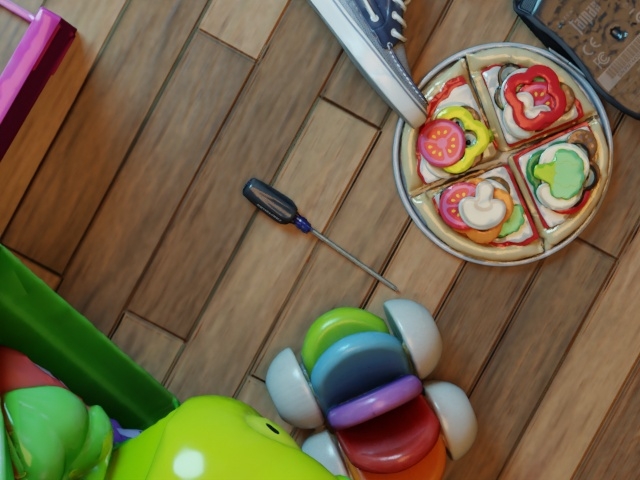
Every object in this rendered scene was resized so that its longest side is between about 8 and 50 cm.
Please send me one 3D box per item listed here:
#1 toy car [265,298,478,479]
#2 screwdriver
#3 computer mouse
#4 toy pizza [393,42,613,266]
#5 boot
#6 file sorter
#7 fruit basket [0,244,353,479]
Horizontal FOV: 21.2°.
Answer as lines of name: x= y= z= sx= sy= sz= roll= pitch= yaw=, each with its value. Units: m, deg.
toy car: x=0.048 y=0.146 z=1.480 sx=0.159 sy=0.136 sz=0.182 roll=-24 pitch=97 yaw=-3
screwdriver: x=0.000 y=0.000 z=1.525 sx=0.170 sy=0.024 sz=0.025 roll=39 pitch=120 yaw=-14
computer mouse: x=0.253 y=-0.237 z=1.509 sx=0.262 sy=0.060 sz=0.184 roll=38 pitch=95 yaw=4
toy pizza: x=0.165 y=-0.076 z=1.525 sx=0.201 sy=0.032 sz=0.201 roll=0 pitch=95 yaw=-6
boot: x=0.054 y=-0.194 z=1.484 sx=0.086 sy=0.069 sz=0.190 roll=-38 pitch=95 yaw=0
file sorter: x=-0.353 y=-0.096 z=1.389 sx=0.182 sy=0.202 sz=0.291 roll=30 pitch=92 yaw=-6
fruit basket: x=-0.142 y=0.183 z=1.318 sx=0.392 sy=0.392 sz=0.283 roll=-8 pitch=58 yaw=-5
